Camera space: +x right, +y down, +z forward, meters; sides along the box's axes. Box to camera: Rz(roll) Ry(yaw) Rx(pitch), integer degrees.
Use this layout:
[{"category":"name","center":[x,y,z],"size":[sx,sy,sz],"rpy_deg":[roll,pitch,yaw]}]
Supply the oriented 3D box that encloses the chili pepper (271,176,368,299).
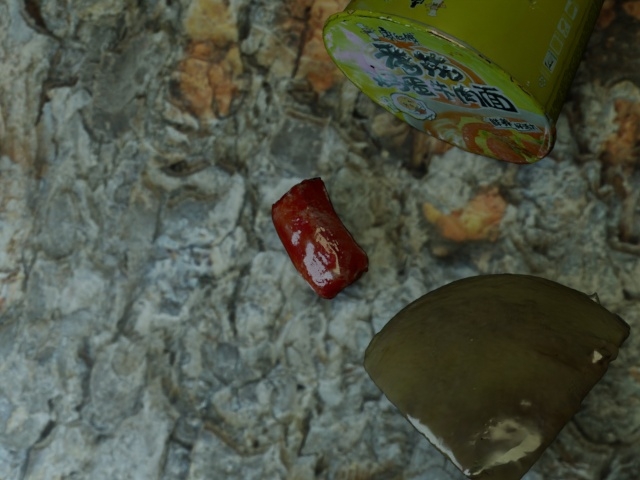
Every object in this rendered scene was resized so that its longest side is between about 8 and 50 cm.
[{"category":"chili pepper","center":[0.000,0.000,1.575],"size":[0.073,0.070,0.123],"rpy_deg":[-29,71,-12]}]

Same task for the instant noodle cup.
[{"category":"instant noodle cup","center":[0.157,-0.229,1.501],"size":[0.264,0.264,0.200],"rpy_deg":[24,77,16]}]

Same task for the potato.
[{"category":"potato","center":[0.160,0.102,1.423],"size":[0.189,0.264,0.211],"rpy_deg":[42,95,8]}]
